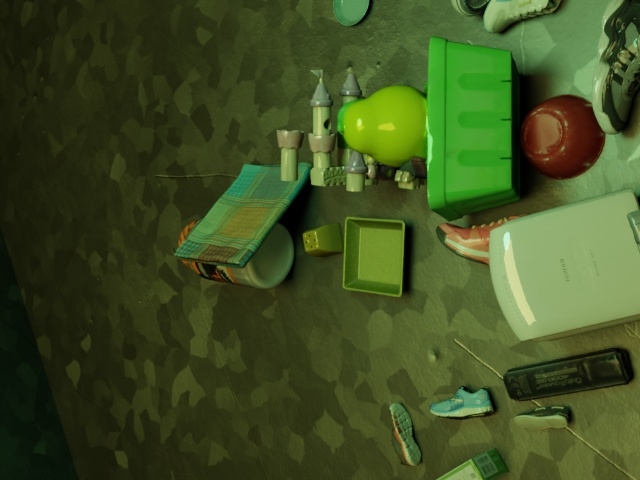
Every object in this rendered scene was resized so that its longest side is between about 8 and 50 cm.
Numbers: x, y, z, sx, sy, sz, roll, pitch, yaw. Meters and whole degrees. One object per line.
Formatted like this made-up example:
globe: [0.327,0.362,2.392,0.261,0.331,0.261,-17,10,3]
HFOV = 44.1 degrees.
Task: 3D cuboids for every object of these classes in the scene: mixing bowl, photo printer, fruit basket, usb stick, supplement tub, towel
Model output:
mixing bowl: [0.483,-0.219,1.641,0.181,0.098,0.181,1,91,42]
photo printer: [0.494,0.056,1.556,0.308,0.107,0.256,-15,80,13]
fruit basket: [0.234,-0.234,1.694,0.392,0.283,0.391,-2,83,20]
usb stick: [0.516,0.285,1.664,0.278,0.045,0.077,-21,84,40]
supplement tub: [-0.245,0.027,2.235,0.316,0.194,0.193,7,96,42]
towel: [-0.204,-0.078,2.131,0.271,0.370,0.040,5,138,41]

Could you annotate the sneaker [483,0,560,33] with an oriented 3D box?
sneaker: [0.443,-0.512,1.675,0.229,0.087,0.092,-39,68,38]

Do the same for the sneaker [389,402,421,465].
sneaker: [0.192,0.483,1.952,0.065,0.061,0.157,-29,72,45]

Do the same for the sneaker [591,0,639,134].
sneaker: [0.615,-0.337,1.514,0.153,0.101,0.268,8,94,44]

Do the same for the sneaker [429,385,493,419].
sneaker: [0.328,0.376,1.837,0.162,0.063,0.073,-16,63,37]

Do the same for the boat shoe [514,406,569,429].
boat shoe: [0.478,0.380,1.706,0.125,0.038,0.046,-19,120,46]

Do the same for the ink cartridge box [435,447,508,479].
ink cartridge box: [0.315,0.558,1.809,0.209,0.109,0.062,-45,63,34]

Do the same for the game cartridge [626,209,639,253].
game cartridge: [0.697,0.059,1.420,0.196,0.060,0.294,-19,84,9]

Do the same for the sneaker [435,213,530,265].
sneaker: [0.406,-0.002,1.728,0.314,0.116,0.136,22,96,32]

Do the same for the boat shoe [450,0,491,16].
boat shoe: [0.399,-0.620,1.656,0.340,0.127,0.158,-65,29,21]

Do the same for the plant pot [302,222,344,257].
plant pot: [0.000,0.000,2.088,0.081,0.083,0.081,-15,81,41]

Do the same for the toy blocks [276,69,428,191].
toy blocks: [0.094,-0.263,1.852,0.309,0.289,0.260,14,106,46]

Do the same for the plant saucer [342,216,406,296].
plant saucer: [0.144,0.038,1.986,0.188,0.045,0.188,6,96,42]

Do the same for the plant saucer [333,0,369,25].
plant saucer: [0.084,-0.612,2.033,0.119,0.021,0.119,2,93,42]
